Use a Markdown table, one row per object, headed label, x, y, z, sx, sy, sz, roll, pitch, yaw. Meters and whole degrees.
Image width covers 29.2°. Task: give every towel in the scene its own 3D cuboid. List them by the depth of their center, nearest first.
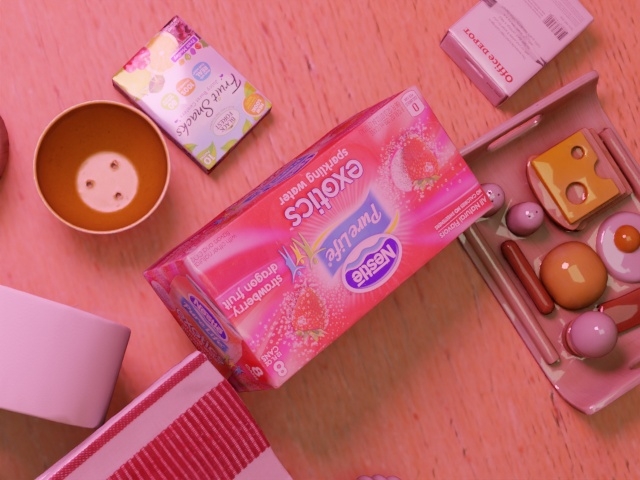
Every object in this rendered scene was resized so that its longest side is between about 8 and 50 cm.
| label | x | y | z | sx | sy | sz | roll | pitch | yaw |
| --- | --- | --- | --- | --- | --- | --- | --- | --- | --- |
| towel | -0.109 | 0.297 | 1.128 | 0.237 | 0.037 | 0.329 | -40 | 106 | -30 |

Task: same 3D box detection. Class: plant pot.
| label | x | y | z | sx | sy | sz | roll | pitch | yaw |
| --- | --- | --- | --- | --- | --- | --- | --- | --- | --- |
| plant pot | -0.219 | -0.067 | 1.246 | 0.134 | 0.095 | 0.134 | 1 | 83 | -6 |

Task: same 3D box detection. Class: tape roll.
| label | x | y | z | sx | sy | sz | roll | pitch | yaw |
| --- | --- | --- | --- | --- | --- | --- | --- | --- | --- |
| tape roll | -0.322 | 0.088 | 1.119 | 0.286 | 0.286 | 0.100 | 17 | 82 | -4 |

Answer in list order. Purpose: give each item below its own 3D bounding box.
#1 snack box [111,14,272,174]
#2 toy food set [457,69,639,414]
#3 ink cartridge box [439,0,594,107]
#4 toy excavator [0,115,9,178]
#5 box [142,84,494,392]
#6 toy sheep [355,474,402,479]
| label | x | y | z | sx | sy | sz | roll | pitch | yaw |
| --- | --- | --- | --- | --- | --- | --- | --- | --- | --- |
| snack box | -0.135 | -0.154 | 1.296 | 0.141 | 0.037 | 0.100 | 44 | 81 | 0 |
| toy food set | 0.284 | -0.001 | 1.298 | 0.219 | 0.092 | 0.306 | -32 | 88 | -9 |
| ink cartridge box | 0.212 | -0.227 | 1.336 | 0.135 | 0.056 | 0.099 | -41 | 89 | -10 |
| toy excavator | -0.534 | -0.244 | 1.199 | 0.433 | 0.222 | 0.445 | -1 | 97 | -7 |
| box | 0.000 | 0.000 | 1.198 | 0.300 | 0.142 | 0.154 | -38 | 99 | -24 |
| toy sheep | 0.055 | 0.280 | 1.243 | 0.132 | 0.091 | 0.091 | -11 | 84 | -22 |
